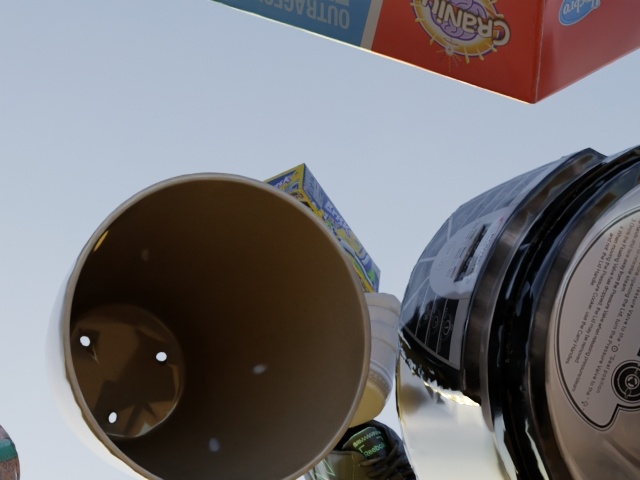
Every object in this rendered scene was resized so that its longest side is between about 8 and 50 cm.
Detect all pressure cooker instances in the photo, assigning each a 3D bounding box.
[{"bbox_3d":[0.276,0.100,1.445,0.375,0.370,0.420,-18,0,-15],"label":"pressure cooker"}]

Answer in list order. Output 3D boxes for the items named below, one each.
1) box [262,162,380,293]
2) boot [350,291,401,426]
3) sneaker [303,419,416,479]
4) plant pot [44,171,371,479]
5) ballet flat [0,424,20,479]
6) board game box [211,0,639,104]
[{"bbox_3d":[0.000,0.000,2.079,0.059,0.054,0.169,-23,-60,21],"label":"box"},{"bbox_3d":[-0.025,0.128,1.830,0.258,0.123,0.095,-17,-53,35],"label":"boot"},{"bbox_3d":[0.062,0.252,1.867,0.101,0.267,0.106,-29,-47,-25],"label":"sneaker"},{"bbox_3d":[-0.131,0.095,1.596,0.256,0.257,0.274,16,-16,-21],"label":"plant pot"},{"bbox_3d":[-0.270,0.139,0.875,0.316,0.108,0.106,-13,2,24],"label":"ballet flat"},{"bbox_3d":[0.099,-0.174,0.931,0.242,0.316,0.064,22,-55,36],"label":"board game box"}]
